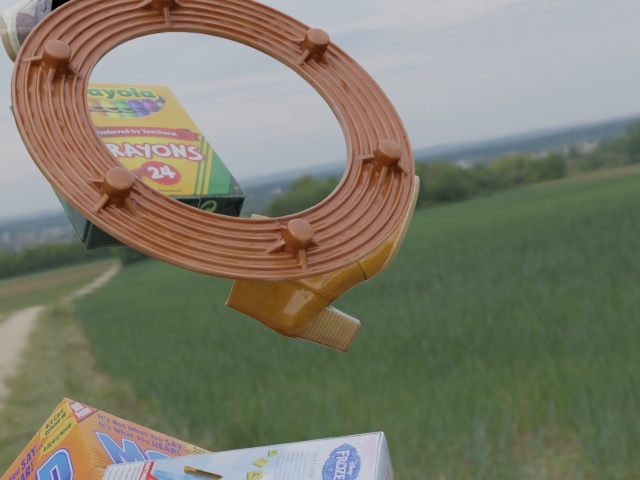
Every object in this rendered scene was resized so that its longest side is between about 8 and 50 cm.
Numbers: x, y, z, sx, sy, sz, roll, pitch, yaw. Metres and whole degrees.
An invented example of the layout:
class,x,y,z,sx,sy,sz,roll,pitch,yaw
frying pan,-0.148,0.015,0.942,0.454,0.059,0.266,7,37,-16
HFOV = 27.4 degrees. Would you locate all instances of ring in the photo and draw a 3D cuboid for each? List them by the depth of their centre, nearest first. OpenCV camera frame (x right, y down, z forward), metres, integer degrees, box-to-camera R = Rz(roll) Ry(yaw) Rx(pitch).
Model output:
class,x,y,z,sx,sy,sz,roll,pitch,yaw
ring,-0.077,-0.104,1.056,0.337,0.336,0.032,-12,-34,-34

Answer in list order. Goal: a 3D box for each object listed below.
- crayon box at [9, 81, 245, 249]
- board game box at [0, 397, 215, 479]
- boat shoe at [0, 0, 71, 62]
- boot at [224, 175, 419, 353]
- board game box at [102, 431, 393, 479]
class,x,y,z,sx,sy,sz,roll,pitch,yaw
crayon box,-0.254,-0.116,1.674,0.202,0.081,0.318,-3,37,-33
board game box,-0.342,0.550,2.197,0.356,0.356,0.356,29,14,-40
boat shoe,-0.396,-0.347,1.987,0.092,0.102,0.285,-5,25,12
boot,0.000,0.001,1.907,0.211,0.295,0.104,26,-3,-2
board game box,-0.095,0.328,1.304,0.318,0.066,0.318,-9,28,13
